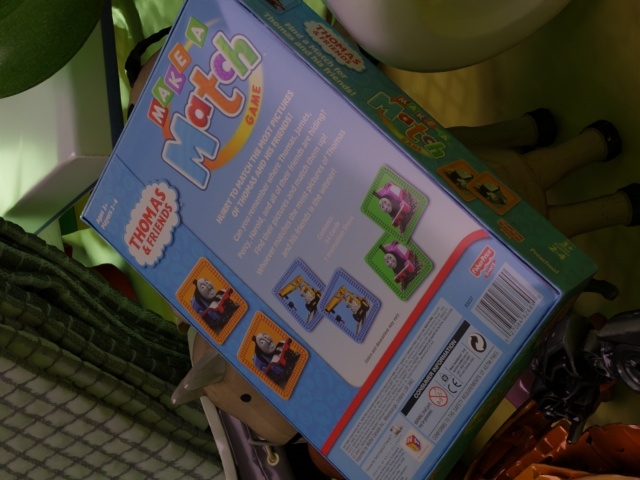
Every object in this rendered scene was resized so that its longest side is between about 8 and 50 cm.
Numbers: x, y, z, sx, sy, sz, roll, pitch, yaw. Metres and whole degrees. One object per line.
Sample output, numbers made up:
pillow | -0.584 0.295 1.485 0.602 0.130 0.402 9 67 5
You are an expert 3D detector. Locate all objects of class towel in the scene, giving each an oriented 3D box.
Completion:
towel | -0.214 0.112 1.266 0.235 0.283 0.121 -35 45 25

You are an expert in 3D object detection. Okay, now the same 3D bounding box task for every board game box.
board game box | 0.000 0.000 0.860 0.211 0.039 0.160 43 130 15

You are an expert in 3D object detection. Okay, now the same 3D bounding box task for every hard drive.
hard drive | -0.187 -0.175 1.225 0.210 0.040 0.319 -30 63 60

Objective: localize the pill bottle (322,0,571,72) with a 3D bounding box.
pill bottle | 0.013 -0.209 0.890 0.264 0.146 0.146 54 146 33

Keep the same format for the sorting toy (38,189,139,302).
sorting toy | -0.226 0.003 1.494 0.257 0.089 0.256 18 120 57

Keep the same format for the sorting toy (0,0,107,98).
sorting toy | -0.174 -0.166 1.047 0.126 0.365 0.127 44 -147 -54

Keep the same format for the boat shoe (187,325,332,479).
boat shoe | -0.030 0.117 1.229 0.081 0.068 0.228 18 -123 -69

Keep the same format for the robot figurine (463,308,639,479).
robot figurine | 0.158 0.124 0.836 0.211 0.085 0.291 45 147 3

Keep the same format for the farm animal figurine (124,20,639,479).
farm animal figurine | -0.007 0.006 1.012 0.327 0.172 0.330 57 148 28
